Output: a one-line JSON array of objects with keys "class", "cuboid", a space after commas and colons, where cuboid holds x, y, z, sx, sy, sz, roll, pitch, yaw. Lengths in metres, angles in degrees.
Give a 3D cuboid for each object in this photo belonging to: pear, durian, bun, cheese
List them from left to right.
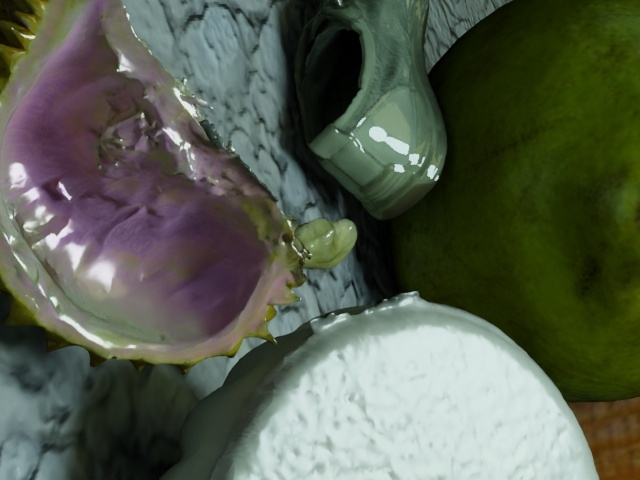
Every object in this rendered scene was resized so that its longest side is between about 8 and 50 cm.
[{"class": "durian", "cuboid": [-0.097, -0.034, 0.747, 0.182, 0.132, 0.165, 34, 47, -56]}, {"class": "cheese", "cuboid": [0.000, 0.000, 1.137, 0.030, 0.044, 0.083, 61, 18, 12]}, {"class": "bun", "cuboid": [0.006, 0.162, 0.870, 0.263, 0.175, 0.263, 4, 83, -34]}, {"class": "pear", "cuboid": [0.218, -0.042, 1.310, 0.413, 0.352, 0.351, 174, -101, -75]}]

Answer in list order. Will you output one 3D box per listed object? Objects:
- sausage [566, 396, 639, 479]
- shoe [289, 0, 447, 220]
[{"class": "sausage", "cuboid": [0.295, 0.207, 1.435, 0.233, 0.287, 0.233, -16, 90, -71]}, {"class": "shoe", "cuboid": [0.026, -0.145, 1.253, 0.098, 0.103, 0.274, 29, 38, -36]}]
